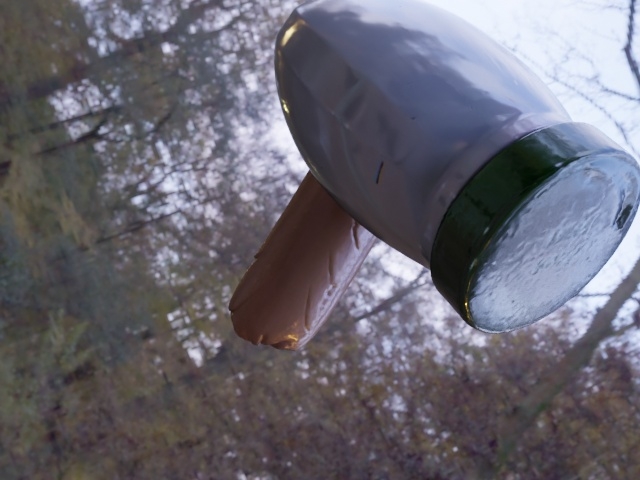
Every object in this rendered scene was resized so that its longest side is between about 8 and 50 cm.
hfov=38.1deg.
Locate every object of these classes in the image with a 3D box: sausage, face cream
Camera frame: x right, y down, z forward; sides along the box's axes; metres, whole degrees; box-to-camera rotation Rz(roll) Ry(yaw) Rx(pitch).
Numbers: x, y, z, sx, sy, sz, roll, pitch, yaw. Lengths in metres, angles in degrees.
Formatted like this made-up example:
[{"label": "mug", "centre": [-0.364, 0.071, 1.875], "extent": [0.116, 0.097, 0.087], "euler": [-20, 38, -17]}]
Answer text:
[{"label": "sausage", "centre": [0.000, 0.001, 1.150], "extent": [0.121, 0.304, 0.121], "euler": [32, 1, -1]}, {"label": "face cream", "centre": [0.120, -0.100, 0.926], "extent": [0.219, 0.312, 0.357], "euler": [-54, -130, 16]}]
